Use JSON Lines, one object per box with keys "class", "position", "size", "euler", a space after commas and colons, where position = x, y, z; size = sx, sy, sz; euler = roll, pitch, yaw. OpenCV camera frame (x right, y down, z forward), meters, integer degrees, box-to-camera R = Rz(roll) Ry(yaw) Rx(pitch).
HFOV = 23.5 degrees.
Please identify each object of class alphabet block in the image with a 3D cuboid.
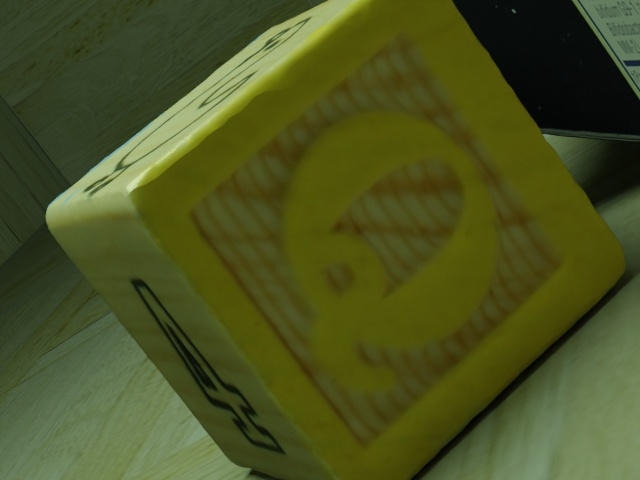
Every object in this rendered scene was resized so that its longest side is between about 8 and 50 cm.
{"class": "alphabet block", "position": [0.000, 0.000, 0.793], "size": [0.192, 0.193, 0.197], "euler": [-42, 13, -18]}

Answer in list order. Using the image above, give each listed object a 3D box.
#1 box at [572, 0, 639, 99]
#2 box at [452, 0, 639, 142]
{"class": "box", "position": [0.197, -0.082, 0.402], "size": [0.213, 0.243, 0.117], "euler": [-39, 12, -6]}
{"class": "box", "position": [0.154, -0.273, 0.916], "size": [0.179, 0.343, 0.312], "euler": [7, 26, 23]}
